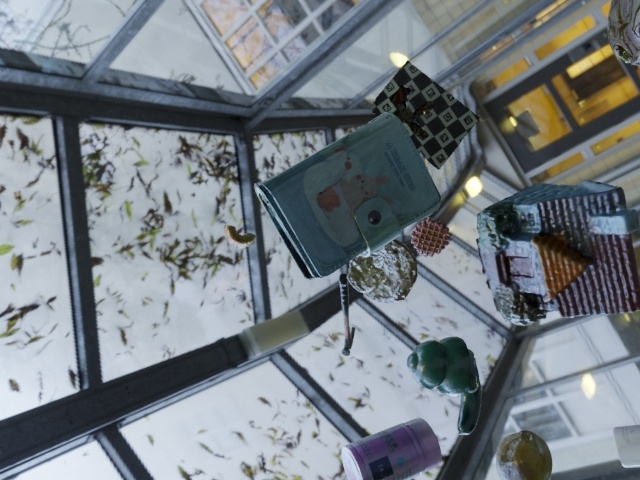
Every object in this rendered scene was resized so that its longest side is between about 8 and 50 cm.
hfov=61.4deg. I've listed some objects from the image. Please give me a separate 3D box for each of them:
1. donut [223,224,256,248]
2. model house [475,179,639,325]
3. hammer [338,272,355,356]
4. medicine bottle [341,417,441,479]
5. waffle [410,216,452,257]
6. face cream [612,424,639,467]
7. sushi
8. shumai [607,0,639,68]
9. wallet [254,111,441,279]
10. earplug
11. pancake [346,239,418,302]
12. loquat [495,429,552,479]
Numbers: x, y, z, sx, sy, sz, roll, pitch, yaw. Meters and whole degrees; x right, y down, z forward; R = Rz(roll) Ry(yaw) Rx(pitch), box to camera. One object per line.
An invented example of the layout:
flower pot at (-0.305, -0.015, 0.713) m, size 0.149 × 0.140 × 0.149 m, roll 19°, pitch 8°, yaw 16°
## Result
donut at (-0.218, -0.016, 1.453) m, size 0.067 × 0.038 × 0.083 m, roll -34°, pitch -85°, yaw -21°
model house at (0.635, 0.049, 1.354) m, size 0.297 × 0.339 × 0.361 m, roll -22°, pitch -78°, yaw -27°
hammer at (0.086, 0.244, 1.819) m, size 0.111 × 0.033 × 0.288 m, roll -63°, pitch -29°, yaw -59°
medicine bottle at (0.206, 0.625, 1.559) m, size 0.253 × 0.152 × 0.152 m, roll -15°, pitch -107°, yaw -20°
waffle at (0.224, -0.005, 1.099) m, size 0.075 × 0.083 × 0.029 m, roll 51°, pitch -158°, yaw -8°
face cream at (0.881, 0.466, 1.253) m, size 0.102 × 0.345 × 0.102 m, roll 31°, pitch -130°, yaw -45°
sushi at (0.299, -0.369, 1.592) m, size 0.279 × 0.193 × 0.043 m, roll 38°, pitch -172°, yaw -3°
shumai at (0.693, -0.421, 0.936) m, size 0.397 × 0.323 × 0.325 m, roll -113°, pitch 12°, yaw -84°
wallet at (0.049, -0.066, 0.810) m, size 0.250 × 0.075 × 0.176 m, roll -31°, pitch -86°, yaw -19°
earplug at (0.359, 0.390, 1.522) m, size 0.280 × 0.258 × 0.164 m, roll 16°, pitch -153°, yaw -13°
pancake at (0.174, 0.083, 1.548) m, size 0.042 × 0.222 × 0.236 m, roll -62°, pitch -43°, yaw -52°
loquat at (0.574, 0.620, 1.517) m, size 0.152 × 0.152 × 0.195 m, roll -53°, pitch -35°, yaw -56°
